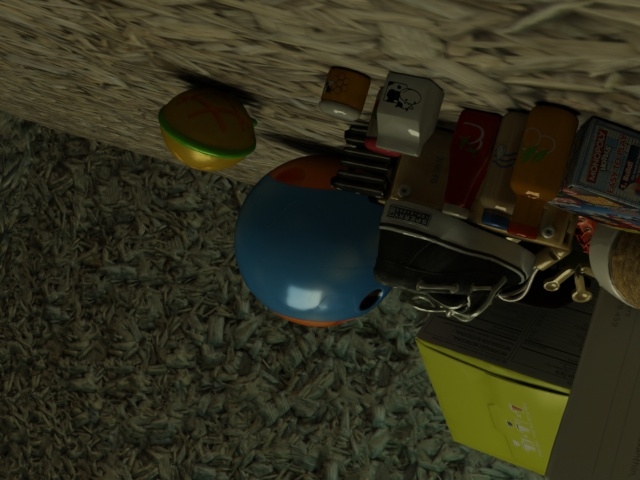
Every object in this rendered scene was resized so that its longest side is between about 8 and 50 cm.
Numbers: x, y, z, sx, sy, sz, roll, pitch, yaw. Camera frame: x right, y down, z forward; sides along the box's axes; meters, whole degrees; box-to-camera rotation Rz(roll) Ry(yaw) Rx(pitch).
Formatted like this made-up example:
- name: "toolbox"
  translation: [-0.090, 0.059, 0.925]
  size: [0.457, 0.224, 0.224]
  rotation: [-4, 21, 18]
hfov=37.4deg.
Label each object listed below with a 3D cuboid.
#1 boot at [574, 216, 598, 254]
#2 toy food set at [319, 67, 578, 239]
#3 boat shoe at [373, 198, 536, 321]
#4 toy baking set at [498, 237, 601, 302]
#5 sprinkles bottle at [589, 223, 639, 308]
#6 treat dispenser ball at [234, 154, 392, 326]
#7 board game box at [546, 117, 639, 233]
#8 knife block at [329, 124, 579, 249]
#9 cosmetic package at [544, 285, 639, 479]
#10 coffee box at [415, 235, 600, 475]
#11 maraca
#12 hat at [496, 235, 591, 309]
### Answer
- name: "boot"
  translation: [0.308, -0.023, 1.091]
  size: [0.158, 0.084, 0.059]
  rotation: [18, -179, -4]
- name: "toy food set"
  translation: [0.103, -0.073, 0.822]
  size: [0.232, 0.104, 0.111]
  rotation: [16, 179, 26]
- name: "boat shoe"
  translation: [0.152, 0.035, 1.057]
  size: [0.113, 0.105, 0.306]
  rotation: [16, 179, 28]
- name: "toy baking set"
  translation: [0.328, 0.028, 1.311]
  size: [0.256, 0.030, 0.197]
  rotation: [5, 139, 0]
- name: "sprinkles bottle"
  translation: [0.382, 0.047, 0.881]
  size: [0.121, 0.121, 0.355]
  rotation: [16, -170, -14]
- name: "treat dispenser ball"
  translation: [0.000, 0.000, 1.583]
  size: [0.288, 0.288, 0.288]
  rotation: [16, 179, 0]
- name: "board game box"
  translation: [0.263, -0.051, 0.824]
  size: [0.194, 0.060, 0.194]
  rotation: [18, 179, -28]
- name: "knife block"
  translation: [0.150, -0.066, 1.120]
  size: [0.276, 0.088, 0.242]
  rotation: [16, 180, 2]
- name: "cosmetic package"
  translation: [0.534, 0.216, 1.089]
  size: [0.394, 0.327, 0.329]
  rotation: [8, 159, 41]
- name: "coffee box"
  translation: [0.430, 0.213, 1.755]
  size: [0.338, 0.334, 0.337]
  rotation: [16, 144, 37]
- name: "maraca"
  translation: [-0.139, -0.148, 1.202]
  size: [0.127, 0.099, 0.185]
  rotation: [24, -156, -6]
- name: "hat"
  translation: [0.292, 0.008, 1.539]
  size: [0.331, 0.134, 0.331]
  rotation: [5, -169, -1]
